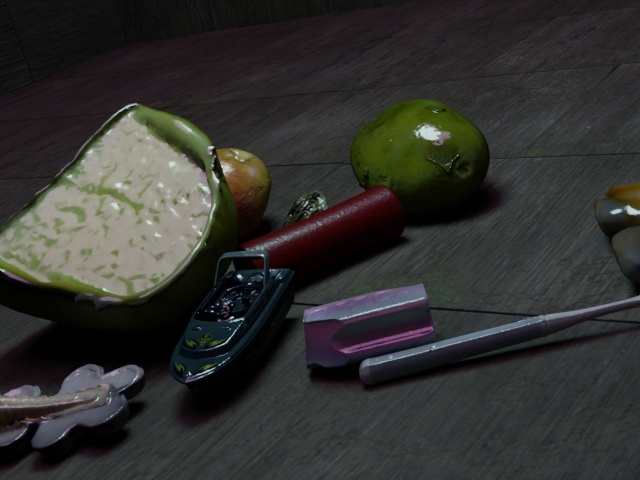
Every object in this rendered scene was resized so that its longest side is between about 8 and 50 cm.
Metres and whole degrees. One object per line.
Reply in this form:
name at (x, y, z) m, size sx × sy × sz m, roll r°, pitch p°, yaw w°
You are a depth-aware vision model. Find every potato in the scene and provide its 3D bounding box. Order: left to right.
potato at (-0.229, 0.023, 1.353) m, size 0.280 × 0.213 × 0.330 m, roll 27°, pitch 68°, yaw 32°
potato at (0.141, -0.125, 1.518) m, size 0.186 × 0.148 × 0.253 m, roll -23°, pitch 21°, yaw -28°

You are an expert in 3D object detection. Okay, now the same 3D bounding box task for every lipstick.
lipstick at (0.000, 0.000, 1.384) m, size 0.241 × 0.080 × 0.080 m, roll -23°, pitch 22°, yaw -23°

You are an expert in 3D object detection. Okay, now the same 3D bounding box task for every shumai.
shumai at (-0.004, -0.024, 1.501) m, size 0.080 × 0.082 × 0.083 m, roll 37°, pitch 60°, yaw 18°

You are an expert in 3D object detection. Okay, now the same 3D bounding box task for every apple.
apple at (-0.146, -0.071, 1.583) m, size 0.146 × 0.146 × 0.146 m, roll -13°, pitch 20°, yaw 5°

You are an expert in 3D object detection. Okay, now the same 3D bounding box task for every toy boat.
toy boat at (-0.104, 0.095, 1.179) m, size 0.093 × 0.103 × 0.246 m, roll -3°, pitch 26°, yaw 21°

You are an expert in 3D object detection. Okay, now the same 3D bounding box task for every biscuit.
biscuit at (0.464, -0.027, 1.152) m, size 0.291 × 0.062 × 0.237 m, roll -12°, pitch 20°, yaw 8°

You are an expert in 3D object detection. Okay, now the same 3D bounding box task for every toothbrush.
toothbrush at (0.206, 0.096, 1.054) m, size 0.342 × 0.030 × 0.025 m, roll -13°, pitch 20°, yaw 4°

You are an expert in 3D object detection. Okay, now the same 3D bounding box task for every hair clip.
hair clip at (-0.320, 0.188, 1.133) m, size 0.257 × 0.075 × 0.146 m, roll -7°, pitch 23°, yaw 3°

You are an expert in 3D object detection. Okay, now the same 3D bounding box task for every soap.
soap at (0.047, 0.092, 1.119) m, size 0.149 × 0.056 × 0.100 m, roll -14°, pitch 7°, yaw 5°
